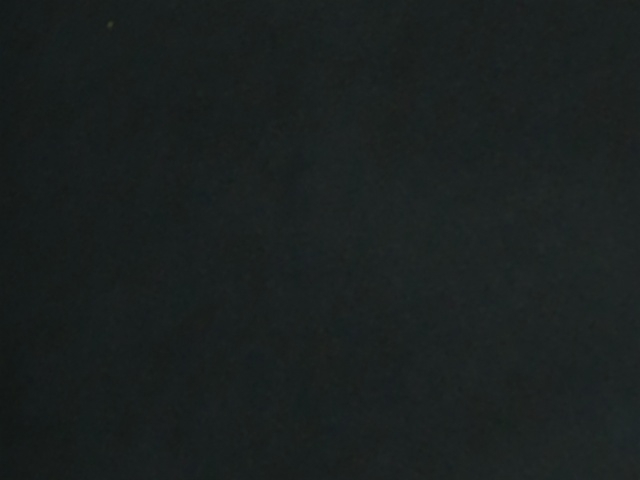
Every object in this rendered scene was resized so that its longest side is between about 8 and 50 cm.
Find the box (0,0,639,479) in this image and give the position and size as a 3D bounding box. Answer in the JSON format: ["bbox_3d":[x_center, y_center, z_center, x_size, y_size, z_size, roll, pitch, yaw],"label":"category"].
[{"bbox_3d":[0.138,0.053,0.603,0.472,0.297,0.480,33,43,-56],"label":"box"}]
